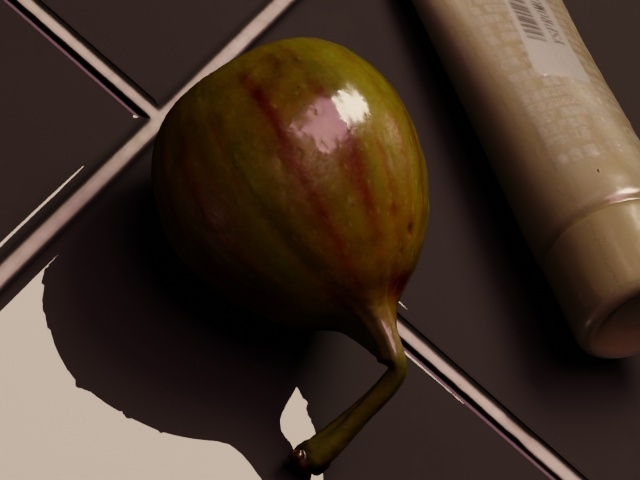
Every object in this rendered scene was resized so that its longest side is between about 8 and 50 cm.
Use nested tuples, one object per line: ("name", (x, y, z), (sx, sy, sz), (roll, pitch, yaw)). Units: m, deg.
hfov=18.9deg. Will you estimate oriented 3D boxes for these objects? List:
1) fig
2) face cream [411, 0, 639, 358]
("fig", (-0.003, -0.011, 0.968), (0.148, 0.142, 0.186), (-32, 64, -15))
("face cream", (0.130, -0.088, 1.159), (0.137, 0.084, 0.341), (3, 50, -33))
